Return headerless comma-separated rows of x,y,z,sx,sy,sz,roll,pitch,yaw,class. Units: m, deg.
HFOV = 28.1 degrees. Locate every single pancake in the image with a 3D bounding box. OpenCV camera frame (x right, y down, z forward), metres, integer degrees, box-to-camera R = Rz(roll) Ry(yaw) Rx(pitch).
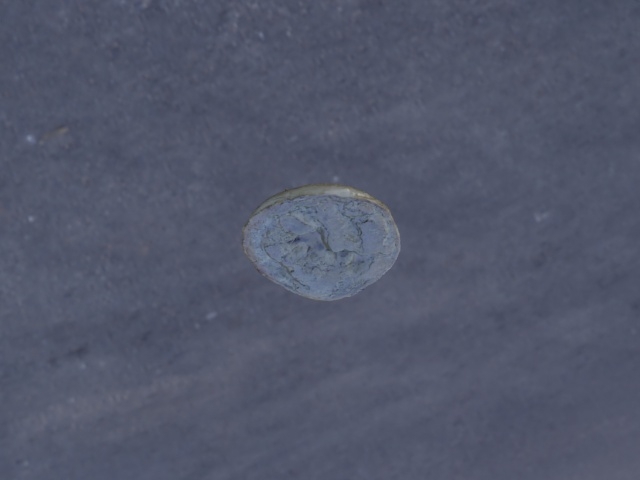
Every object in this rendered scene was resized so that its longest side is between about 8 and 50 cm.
0.000,0.000,1.248,0.158,0.028,0.158,3,135,3,pancake
